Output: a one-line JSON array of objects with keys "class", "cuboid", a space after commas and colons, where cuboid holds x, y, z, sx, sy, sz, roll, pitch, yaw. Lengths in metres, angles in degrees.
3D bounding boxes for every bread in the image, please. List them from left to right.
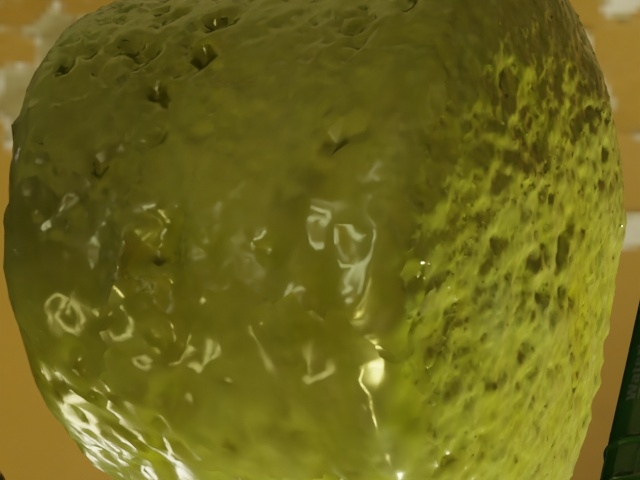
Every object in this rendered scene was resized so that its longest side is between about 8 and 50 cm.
[{"class": "bread", "cuboid": [0.000, 0.000, 1.115, 0.308, 0.348, 0.348, 7, -174, 22]}]

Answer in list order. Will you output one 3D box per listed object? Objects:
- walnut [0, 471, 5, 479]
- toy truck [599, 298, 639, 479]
[{"class": "walnut", "cuboid": [-0.233, 0.119, 0.839, 0.230, 0.178, 0.178, -6, -179, 21]}, {"class": "toy truck", "cuboid": [0.173, 0.095, 0.817, 0.101, 0.242, 0.125, 32, 151, -32]}]
